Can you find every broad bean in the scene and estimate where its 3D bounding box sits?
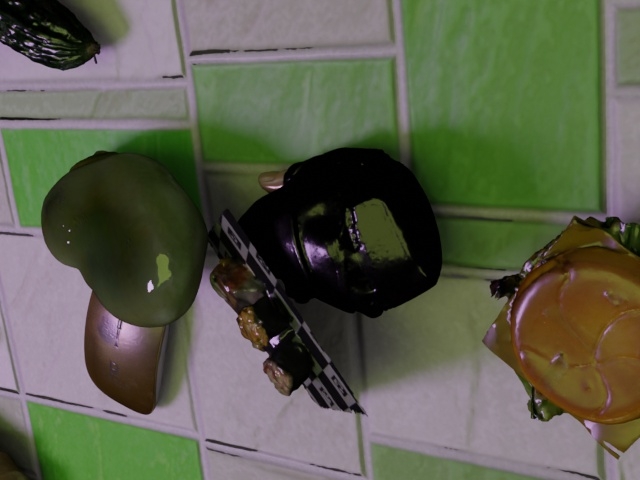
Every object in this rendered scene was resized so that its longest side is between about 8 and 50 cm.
[{"bbox_3d":[-0.187,-0.009,0.909,0.228,0.100,0.169,44,125,30],"label":"broad bean"}]

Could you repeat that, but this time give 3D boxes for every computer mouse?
[{"bbox_3d":[-0.211,0.107,1.022,0.102,0.045,0.199,25,120,20],"label":"computer mouse"}]

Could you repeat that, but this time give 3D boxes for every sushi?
[{"bbox_3d":[-0.054,0.081,0.843,0.210,0.040,0.193,56,165,0],"label":"sushi"}]

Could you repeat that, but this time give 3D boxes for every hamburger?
[{"bbox_3d":[0.219,0.065,0.705,0.164,0.093,0.189,51,124,9],"label":"hamburger"}]

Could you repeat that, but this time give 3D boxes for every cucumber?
[{"bbox_3d":[-0.332,-0.247,0.951,0.265,0.077,0.077,39,123,14],"label":"cucumber"}]

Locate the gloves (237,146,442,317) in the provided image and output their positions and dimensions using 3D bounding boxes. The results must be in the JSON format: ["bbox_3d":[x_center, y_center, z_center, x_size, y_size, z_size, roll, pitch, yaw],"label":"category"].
[{"bbox_3d":[0.000,0.000,0.814,0.203,0.124,0.164,-23,73,30],"label":"gloves"}]

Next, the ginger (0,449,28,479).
[{"bbox_3d":[-0.515,0.281,1.235,0.354,0.126,0.190,45,135,14],"label":"ginger"}]
